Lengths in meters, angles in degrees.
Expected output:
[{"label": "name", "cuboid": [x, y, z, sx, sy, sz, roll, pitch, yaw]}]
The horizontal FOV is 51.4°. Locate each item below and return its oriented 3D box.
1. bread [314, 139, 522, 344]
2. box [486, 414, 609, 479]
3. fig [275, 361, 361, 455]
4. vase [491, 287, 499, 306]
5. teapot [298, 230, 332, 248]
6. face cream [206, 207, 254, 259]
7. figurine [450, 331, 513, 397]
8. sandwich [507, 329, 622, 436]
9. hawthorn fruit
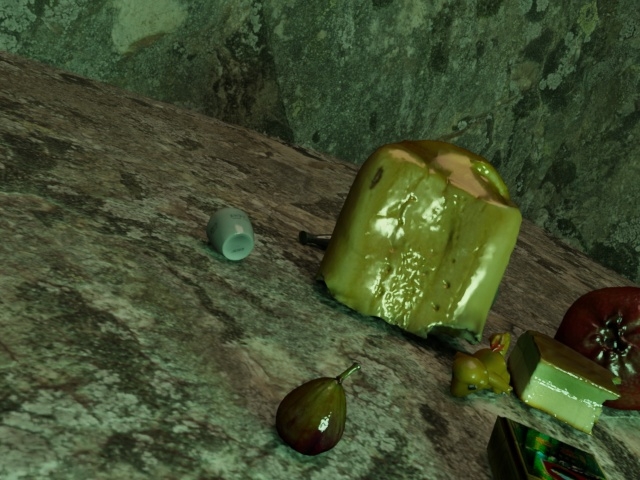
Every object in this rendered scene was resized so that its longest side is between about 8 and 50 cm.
[{"label": "bread", "cuboid": [0.214, -0.014, 1.390, 0.361, 0.394, 0.250, 21, 0, 0]}, {"label": "box", "cuboid": [0.315, 0.344, 0.880, 0.159, 0.071, 0.240, 21, 15, -1]}, {"label": "fig", "cuboid": [0.002, 0.196, 0.808, 0.089, 0.125, 0.089, 27, 13, -7]}, {"label": "vase", "cuboid": [0.304, 0.091, 1.619, 0.248, 0.128, 0.128, 23, 12, 36]}, {"label": "teapot", "cuboid": [0.000, 0.000, 1.628, 0.110, 0.043, 0.043, 9, 20, -30]}, {"label": "face cream", "cuboid": [-0.176, -0.013, 1.314, 0.091, 0.091, 0.095, 13, 26, -33]}, {"label": "figurine", "cuboid": [0.289, 0.215, 1.171, 0.121, 0.122, 0.176, 36, 18, 29]}, {"label": "sandwich", "cuboid": [0.473, 0.269, 1.292, 0.186, 0.108, 0.220, 25, 13, 4]}, {"label": "hawthorn fruit", "cuboid": [0.655, 0.238, 1.415, 0.265, 0.265, 0.307, 38, 1, 43]}]
